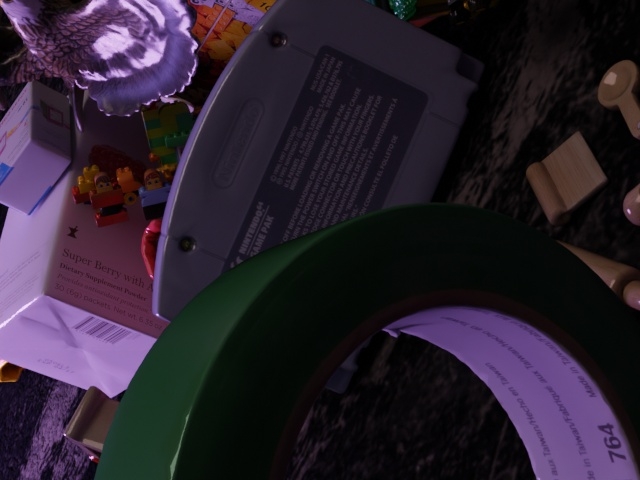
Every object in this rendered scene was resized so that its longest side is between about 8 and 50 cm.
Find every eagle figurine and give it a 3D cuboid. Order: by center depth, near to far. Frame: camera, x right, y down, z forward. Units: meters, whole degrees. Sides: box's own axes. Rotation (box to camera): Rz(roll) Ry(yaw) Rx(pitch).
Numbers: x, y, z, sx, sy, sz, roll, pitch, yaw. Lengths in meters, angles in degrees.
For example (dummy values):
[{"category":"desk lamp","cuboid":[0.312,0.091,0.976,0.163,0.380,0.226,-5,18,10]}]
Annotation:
[{"category":"eagle figurine","cuboid":[-0.225,-0.223,1.100,0.298,0.226,0.225,-23,16,20]}]

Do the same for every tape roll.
[{"category":"tape roll","cuboid":[0.052,0.145,0.545,0.077,0.321,0.321,-18,53,53]}]

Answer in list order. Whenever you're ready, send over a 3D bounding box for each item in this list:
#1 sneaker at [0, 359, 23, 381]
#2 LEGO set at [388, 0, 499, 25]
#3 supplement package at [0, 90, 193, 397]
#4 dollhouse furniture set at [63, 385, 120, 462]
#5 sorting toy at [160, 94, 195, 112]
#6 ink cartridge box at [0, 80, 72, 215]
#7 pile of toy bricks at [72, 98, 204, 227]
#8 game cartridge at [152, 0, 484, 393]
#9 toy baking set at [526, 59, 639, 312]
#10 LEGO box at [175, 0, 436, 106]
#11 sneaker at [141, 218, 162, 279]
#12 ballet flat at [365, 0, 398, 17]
[{"category":"sneaker","cuboid":[-0.383,0.131,1.574,0.175,0.064,0.067,-47,55,36]},{"category":"LEGO set","cuboid":[0.150,-0.336,0.908,0.255,0.192,0.331,139,118,-69]},{"category":"supplement package","cuboid":[-0.242,-0.007,1.305,0.175,0.177,0.293,-33,43,44]},{"category":"dollhouse furniture set","cuboid":[-0.193,0.271,0.999,0.262,0.135,0.259,15,67,26]},{"category":"sorting toy","cuboid":[-0.199,-0.200,1.492,0.045,0.075,0.083,-41,36,36]},{"category":"ink cartridge box","cuboid":[-0.310,-0.101,1.251,0.088,0.052,0.122,-48,33,23]},{"category":"pile of toy bricks","cuboid":[-0.147,-0.093,1.159,0.118,0.212,0.105,-131,28,-69]},{"category":"game cartridge","cuboid":[-0.011,-0.049,0.932,0.294,0.196,0.060,-66,16,-3]},{"category":"toy baking set","cuboid":[0.213,-0.045,0.728,0.197,0.030,0.256,-62,29,5]},{"category":"LEGO box","cuboid":[-0.015,-0.422,1.233,0.372,0.193,0.500,-21,52,52]},{"category":"sneaker","cuboid":[-0.104,0.006,1.081,0.279,0.118,0.107,-116,42,-78]},{"category":"ballet flat","cuboid":[0.053,-0.131,1.009,0.074,0.074,0.203,1,100,59]}]
